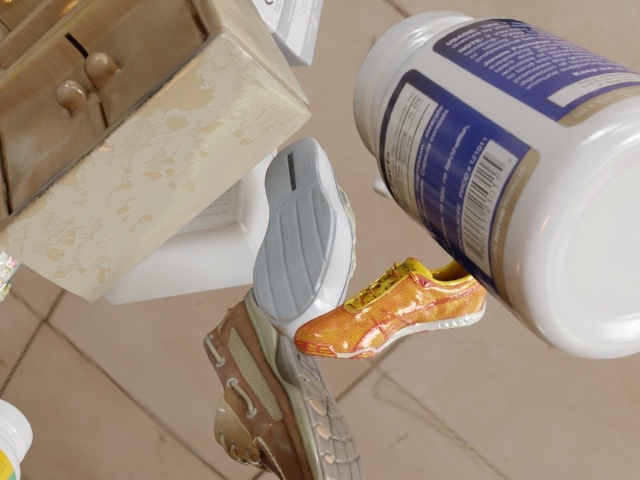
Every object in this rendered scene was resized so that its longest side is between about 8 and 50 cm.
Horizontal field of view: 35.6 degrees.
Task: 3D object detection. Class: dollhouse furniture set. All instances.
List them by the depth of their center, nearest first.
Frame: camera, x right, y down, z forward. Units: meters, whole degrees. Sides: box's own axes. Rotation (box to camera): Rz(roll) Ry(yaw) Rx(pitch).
[{"bbox_3d":[-0.209,-0.187,0.456,0.362,0.256,0.394,-39,133,13],"label":"dollhouse furniture set"}]

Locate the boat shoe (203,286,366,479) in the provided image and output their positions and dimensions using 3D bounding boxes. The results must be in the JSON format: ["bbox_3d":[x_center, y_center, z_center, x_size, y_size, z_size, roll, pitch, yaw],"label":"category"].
[{"bbox_3d":[-0.044,0.188,1.030,0.116,0.324,0.123,-32,131,7],"label":"boat shoe"}]

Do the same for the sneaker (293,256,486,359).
[{"bbox_3d":[0.055,0.049,0.808,0.064,0.175,0.067,26,129,58],"label":"sneaker"}]

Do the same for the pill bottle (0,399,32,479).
[{"bbox_3d":[-0.379,0.255,1.011,0.117,0.208,0.117,6,120,10],"label":"pill bottle"}]

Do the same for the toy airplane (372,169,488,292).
[{"bbox_3d":[0.256,-0.051,1.423,0.386,0.272,0.384,26,156,-28],"label":"toy airplane"}]

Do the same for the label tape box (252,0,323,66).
[{"bbox_3d":[-0.101,-0.359,1.015,0.115,0.347,0.249,6,78,23],"label":"label tape box"}]

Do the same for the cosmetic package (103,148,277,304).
[{"bbox_3d":[-0.181,-0.056,1.276,0.224,0.225,0.138,-9,143,13],"label":"cosmetic package"}]

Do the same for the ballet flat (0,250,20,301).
[{"bbox_3d":[-0.277,0.037,0.684,0.091,0.241,0.077,21,160,28],"label":"ballet flat"}]

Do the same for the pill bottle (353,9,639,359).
[{"bbox_3d":[0.125,-0.054,0.626,0.265,0.153,0.153,-129,27,-57],"label":"pill bottle"}]

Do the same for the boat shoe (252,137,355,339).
[{"bbox_3d":[0.000,0.000,1.037,0.109,0.302,0.094,-32,121,22],"label":"boat shoe"}]
